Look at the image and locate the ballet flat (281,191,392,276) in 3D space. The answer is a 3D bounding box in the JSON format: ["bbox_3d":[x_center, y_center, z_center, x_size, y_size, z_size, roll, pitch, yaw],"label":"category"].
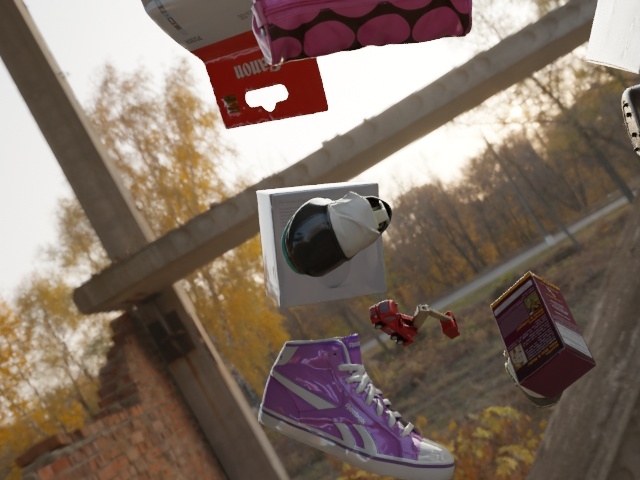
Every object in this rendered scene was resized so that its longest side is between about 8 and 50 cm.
[{"bbox_3d":[0.036,-0.024,0.926,0.096,0.095,0.280,-21,4,20],"label":"ballet flat"}]

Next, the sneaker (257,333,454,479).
[{"bbox_3d":[0.060,0.218,0.939,0.102,0.282,0.160,26,-98,-76],"label":"sneaker"}]

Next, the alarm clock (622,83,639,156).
[{"bbox_3d":[0.550,-0.203,1.163,0.064,0.129,0.192,-16,13,20],"label":"alarm clock"}]

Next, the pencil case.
[{"bbox_3d":[0.037,-0.222,0.648,0.210,0.095,0.098,-10,17,3],"label":"pencil case"}]

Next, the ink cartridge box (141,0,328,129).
[{"bbox_3d":[-0.167,-0.366,1.125,0.091,0.384,0.308,-31,21,-36],"label":"ink cartridge box"}]

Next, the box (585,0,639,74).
[{"bbox_3d":[0.413,-0.230,0.767,0.169,0.087,0.290,7,18,10],"label":"box"}]

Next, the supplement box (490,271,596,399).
[{"bbox_3d":[0.375,0.159,1.174,0.104,0.081,0.188,-50,26,29],"label":"supplement box"}]

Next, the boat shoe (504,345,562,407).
[{"bbox_3d":[0.416,0.240,1.340,0.109,0.091,0.305,-11,19,9],"label":"boat shoe"}]

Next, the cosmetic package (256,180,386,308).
[{"bbox_3d":[0.000,0.000,1.391,0.224,0.224,0.138,-7,10,-17],"label":"cosmetic package"}]

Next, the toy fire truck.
[{"bbox_3d":[0.216,0.184,1.572,0.135,0.047,0.192,-32,-49,24],"label":"toy fire truck"}]
